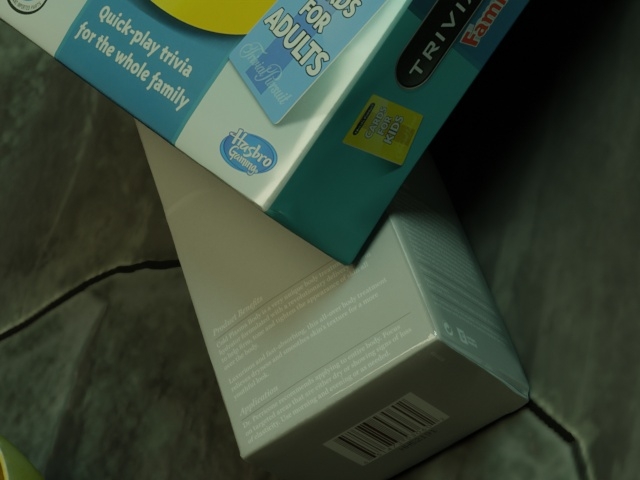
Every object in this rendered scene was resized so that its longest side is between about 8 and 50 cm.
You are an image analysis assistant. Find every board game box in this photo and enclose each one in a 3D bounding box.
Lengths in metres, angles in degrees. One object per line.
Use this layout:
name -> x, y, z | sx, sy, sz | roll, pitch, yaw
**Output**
board game box -> 0.010, -0.193, 0.997 | 0.254, 0.079, 0.336 | 35, 92, 40

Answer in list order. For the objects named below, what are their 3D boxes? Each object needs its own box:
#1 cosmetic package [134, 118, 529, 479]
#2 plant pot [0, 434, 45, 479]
cosmetic package -> 0.000, 0.000, 1.035 | 0.127, 0.107, 0.238 | -32, 52, 21
plant pot -> -0.192, 0.170, 1.099 | 0.134, 0.095, 0.134 | -15, 62, 30
